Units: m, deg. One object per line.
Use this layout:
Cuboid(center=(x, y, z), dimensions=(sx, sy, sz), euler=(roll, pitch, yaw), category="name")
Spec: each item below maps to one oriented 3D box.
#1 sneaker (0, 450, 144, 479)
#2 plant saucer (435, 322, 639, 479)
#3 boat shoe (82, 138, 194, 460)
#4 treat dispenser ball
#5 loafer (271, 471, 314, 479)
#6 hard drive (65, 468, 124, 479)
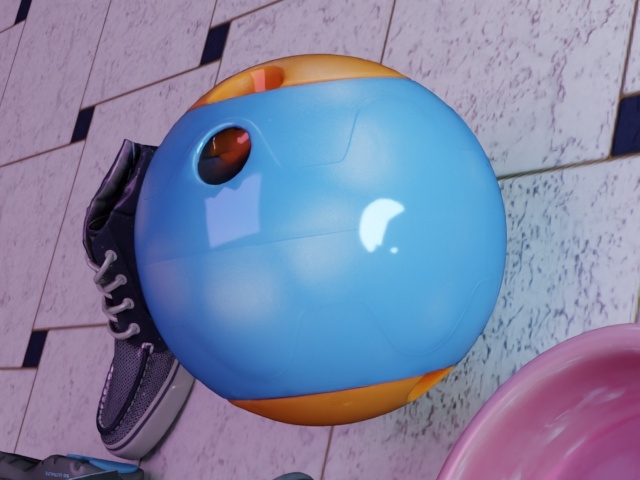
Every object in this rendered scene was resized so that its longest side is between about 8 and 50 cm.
Cuboid(center=(-0.318, 0.305, 1.479), dimensions=(0.341, 0.125, 0.139), euler=(-12, 66, 55), category="sneaker")
Cuboid(center=(0.183, 0.218, 0.832), dimensions=(0.332, 0.084, 0.332), euler=(-38, 39, 40), category="plant saucer")
Cuboid(center=(-0.197, 0.054, 1.423), dimensions=(0.127, 0.158, 0.340), euler=(19, 86, 58), category="boat shoe")
Cuboid(center=(0.000, 0.000, 1.050), dimensions=(0.288, 0.288, 0.288), euler=(-33, 46, 42), category="treat dispenser ball")
Cuboid(center=(-0.062, 0.333, 1.133), dimensions=(0.095, 0.109, 0.302), euler=(44, 116, 35), category="loafer")
Cuboid(center=(-0.142, 0.386, 1.096), dimensions=(0.339, 0.064, 0.237), euler=(45, 119, 29), category="hard drive")
